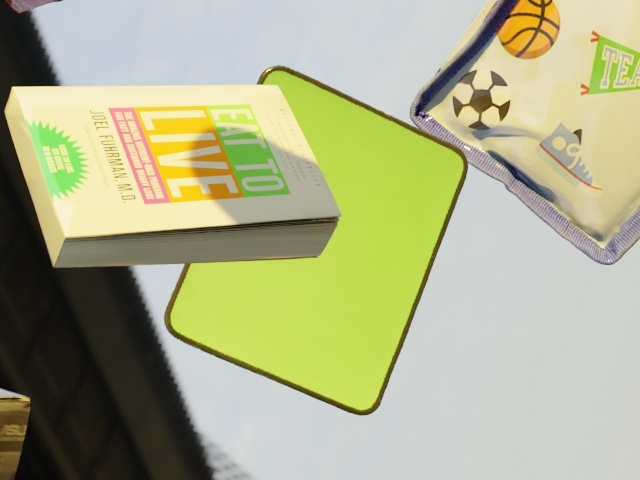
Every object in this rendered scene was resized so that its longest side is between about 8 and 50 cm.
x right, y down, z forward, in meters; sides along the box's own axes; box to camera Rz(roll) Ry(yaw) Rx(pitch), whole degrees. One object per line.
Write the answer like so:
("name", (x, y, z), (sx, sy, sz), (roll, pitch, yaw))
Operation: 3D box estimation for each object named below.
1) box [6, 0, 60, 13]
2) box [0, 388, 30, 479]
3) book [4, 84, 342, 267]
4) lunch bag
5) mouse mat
("box", (-0.272, -0.333, 1.574), (0.257, 0.122, 0.128), (49, -127, -28))
("box", (-0.394, 0.107, 1.278), (0.242, 0.307, 0.076), (8, -85, -62))
("book", (-0.073, -0.034, 0.914), (0.144, 0.096, 0.035), (-4, -36, -29))
("lunch bag", (0.288, -0.201, 1.467), (0.385, 0.239, 0.328), (-54, -3, 15))
("mouse mat", (0.000, 0.000, 1.180), (0.190, 0.152, 0.007), (-68, 14, -11))
